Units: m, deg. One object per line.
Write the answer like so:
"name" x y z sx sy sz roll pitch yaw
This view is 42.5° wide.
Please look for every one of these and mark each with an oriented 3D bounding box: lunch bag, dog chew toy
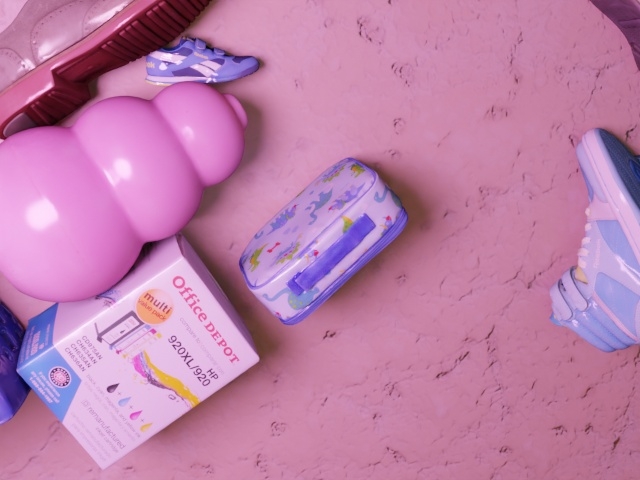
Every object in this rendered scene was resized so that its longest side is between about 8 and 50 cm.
"lunch bag" 0.000 0.000 1.051 0.219 0.176 0.090 -43 110 -1
"dog chew toy" -0.234 -0.073 0.970 0.331 0.206 0.207 -33 110 -12

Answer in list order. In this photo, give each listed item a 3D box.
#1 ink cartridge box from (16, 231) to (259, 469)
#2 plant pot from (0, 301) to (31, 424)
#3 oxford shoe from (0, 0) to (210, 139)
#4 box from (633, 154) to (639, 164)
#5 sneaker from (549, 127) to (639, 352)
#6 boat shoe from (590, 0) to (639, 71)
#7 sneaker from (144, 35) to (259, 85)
"ink cartridge box" -0.224 0.125 1.033 0.232 0.168 0.171 -35 109 -4
"plant pot" -0.484 0.130 0.943 0.235 0.236 0.212 -25 102 -6
"oxford shoe" -0.258 -0.261 0.936 0.348 0.123 0.130 -34 84 1
"box" 0.526 -0.010 1.241 0.100 0.060 0.245 -10 106 -11
"sneaker" 0.394 0.015 1.186 0.127 0.208 0.319 -6 71 -49
"boat shoe" 0.489 -0.303 1.116 0.130 0.132 0.355 -45 111 1
"sneaker" -0.147 -0.224 1.020 0.144 0.053 0.059 -6 104 -14
